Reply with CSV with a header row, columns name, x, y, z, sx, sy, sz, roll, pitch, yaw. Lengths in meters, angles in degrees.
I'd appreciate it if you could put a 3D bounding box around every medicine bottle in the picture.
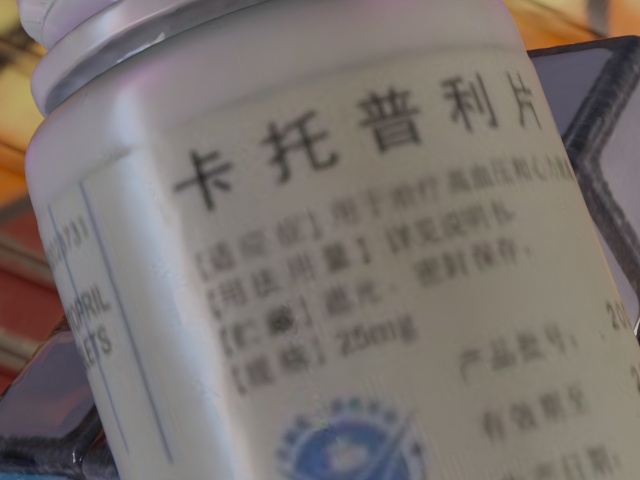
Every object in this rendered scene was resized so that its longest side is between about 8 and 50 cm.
name,x,y,z,sx,sy,sz,roll,pitch,yaw
medicine bottle,0.000,0.000,0.573,0.170,0.293,0.170,-18,170,-3

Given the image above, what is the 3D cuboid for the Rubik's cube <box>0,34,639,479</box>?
name,x,y,z,sx,sy,sz,roll,pitch,yaw
Rubik's cube,0.057,0.106,0.953,0.301,0.304,0.305,-4,132,43
